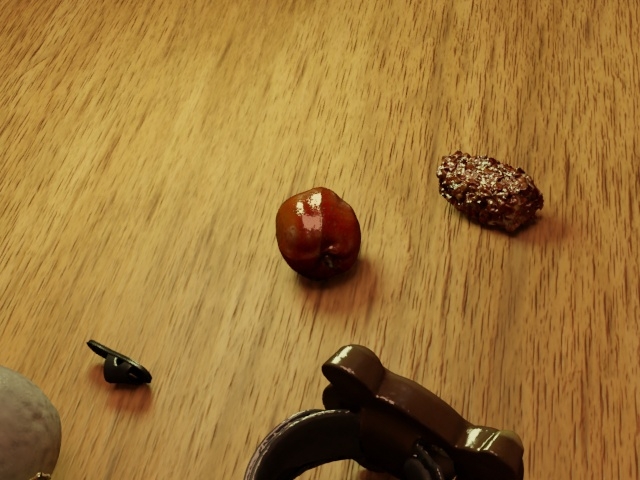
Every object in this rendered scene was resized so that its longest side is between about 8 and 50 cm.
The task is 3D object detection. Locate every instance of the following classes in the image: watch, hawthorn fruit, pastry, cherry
[{"bbox_3d":[0.072,0.368,1.672,0.335,0.314,0.327,23,61,21],"label":"watch"},{"bbox_3d":[0.000,0.000,2.210,0.157,0.157,0.194,-14,37,-4],"label":"hawthorn fruit"},{"bbox_3d":[0.312,-0.093,2.297,0.209,0.097,0.115,23,53,33],"label":"pastry"},{"bbox_3d":[-0.560,0.323,1.858,0.327,0.291,0.334,1,61,-13],"label":"cherry"}]

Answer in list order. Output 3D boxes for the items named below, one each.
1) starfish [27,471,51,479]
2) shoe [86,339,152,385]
[{"bbox_3d":[-0.424,0.402,1.695,0.302,0.293,0.084,-15,37,-5],"label":"starfish"},{"bbox_3d":[-0.355,0.220,2.101,0.159,0.062,0.053,25,63,36],"label":"shoe"}]
